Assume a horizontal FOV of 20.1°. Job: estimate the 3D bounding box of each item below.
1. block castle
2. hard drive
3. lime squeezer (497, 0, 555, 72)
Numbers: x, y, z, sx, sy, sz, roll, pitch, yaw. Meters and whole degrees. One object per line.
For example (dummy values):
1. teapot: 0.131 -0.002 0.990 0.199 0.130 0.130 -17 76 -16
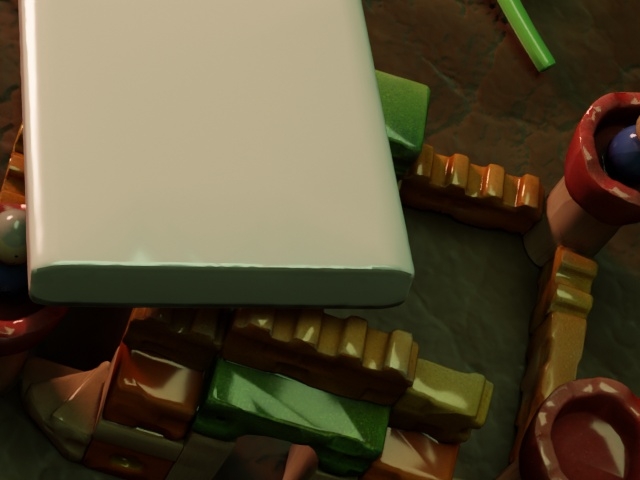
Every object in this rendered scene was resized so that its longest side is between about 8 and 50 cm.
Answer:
1. block castle: 0.000 0.000 1.134 0.453 0.213 0.303 17 62 -9
2. hard drive: -0.069 -0.096 1.038 0.203 0.040 0.308 1 52 -13
3. lime squeezer: 0.127 -0.275 1.404 0.110 0.059 0.310 26 54 -38
